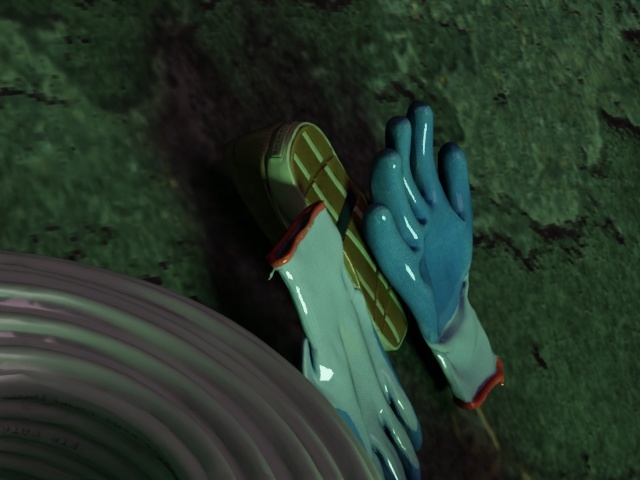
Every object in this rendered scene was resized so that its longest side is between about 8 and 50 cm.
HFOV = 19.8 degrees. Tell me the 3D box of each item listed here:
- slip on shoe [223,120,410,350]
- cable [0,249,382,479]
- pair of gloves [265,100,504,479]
[{"bbox_3d":[0.000,0.000,0.842,0.135,0.041,0.051,55,43,-40],"label":"slip on shoe"},{"bbox_3d":[-0.097,0.096,0.549,0.257,0.089,0.257,13,33,-15],"label":"cable"},{"bbox_3d":[0.035,0.037,0.832,0.198,0.023,0.159,-50,127,-50],"label":"pair of gloves"}]
